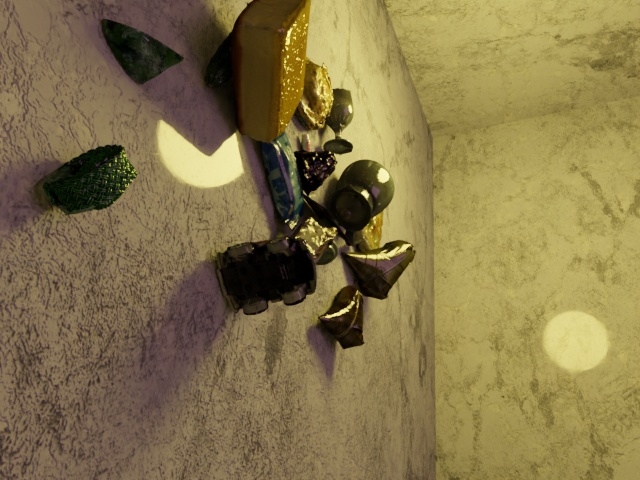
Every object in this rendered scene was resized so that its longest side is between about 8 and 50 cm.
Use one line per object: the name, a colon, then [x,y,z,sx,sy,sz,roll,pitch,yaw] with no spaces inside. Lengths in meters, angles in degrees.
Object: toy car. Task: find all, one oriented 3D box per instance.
toy car: [-0.121,0.067,1.296,0.158,0.235,0.172,-65,143,-71]

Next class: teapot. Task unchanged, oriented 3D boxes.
teapot: [0.123,-0.133,2.027,0.223,0.305,0.285,36,39,3]

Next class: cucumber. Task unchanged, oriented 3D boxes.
cucumber: [-0.237,-0.484,1.387,0.265,0.077,0.077,-73,147,-46]

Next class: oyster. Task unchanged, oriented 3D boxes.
oyster: [-0.057,0.025,1.544,0.110,0.166,0.341,39,50,5]

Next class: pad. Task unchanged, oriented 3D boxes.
pad: [0.018,-0.075,1.791,0.003,0.158,0.235,-47,141,-8]

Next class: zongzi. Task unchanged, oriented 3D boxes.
zongzi: [0.232,0.058,2.155,0.286,0.138,0.300,-51,123,-16]
zongzi: [0.067,0.221,1.843,0.241,0.111,0.247,49,34,-43]

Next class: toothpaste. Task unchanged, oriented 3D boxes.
toothpaste: [-0.041,-0.258,1.833,0.052,0.033,0.218,-22,108,-62]

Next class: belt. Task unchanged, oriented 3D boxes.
belt: [-0.376,-0.095,0.878,0.151,0.121,0.079,-59,139,-49]

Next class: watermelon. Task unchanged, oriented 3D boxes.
watermelon: [-0.375,-0.385,1.075,0.101,0.080,0.155,-58,153,-2]

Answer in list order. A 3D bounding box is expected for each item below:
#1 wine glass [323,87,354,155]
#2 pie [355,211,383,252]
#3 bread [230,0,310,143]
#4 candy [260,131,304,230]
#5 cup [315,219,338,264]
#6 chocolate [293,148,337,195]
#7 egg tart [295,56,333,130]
wine glass: [0.067,-0.460,2.031,0.126,0.126,0.241,37,49,-59]
pie: [0.210,-0.080,2.300,0.337,0.075,0.337,-6,90,-66]
bread: [-0.128,-0.480,1.414,0.323,0.143,0.333,-71,172,-48]
candy: [-0.111,-0.206,1.597,0.187,0.077,0.331,-60,139,-65]
cup: [0.000,0.000,1.745,0.141,0.120,0.120,-86,156,-46]
chocolate: [-0.008,-0.237,1.702,0.156,0.133,0.156,160,-90,-85]
egg tart: [-0.020,-0.532,1.871,0.291,0.107,0.290,-8,90,-68]
